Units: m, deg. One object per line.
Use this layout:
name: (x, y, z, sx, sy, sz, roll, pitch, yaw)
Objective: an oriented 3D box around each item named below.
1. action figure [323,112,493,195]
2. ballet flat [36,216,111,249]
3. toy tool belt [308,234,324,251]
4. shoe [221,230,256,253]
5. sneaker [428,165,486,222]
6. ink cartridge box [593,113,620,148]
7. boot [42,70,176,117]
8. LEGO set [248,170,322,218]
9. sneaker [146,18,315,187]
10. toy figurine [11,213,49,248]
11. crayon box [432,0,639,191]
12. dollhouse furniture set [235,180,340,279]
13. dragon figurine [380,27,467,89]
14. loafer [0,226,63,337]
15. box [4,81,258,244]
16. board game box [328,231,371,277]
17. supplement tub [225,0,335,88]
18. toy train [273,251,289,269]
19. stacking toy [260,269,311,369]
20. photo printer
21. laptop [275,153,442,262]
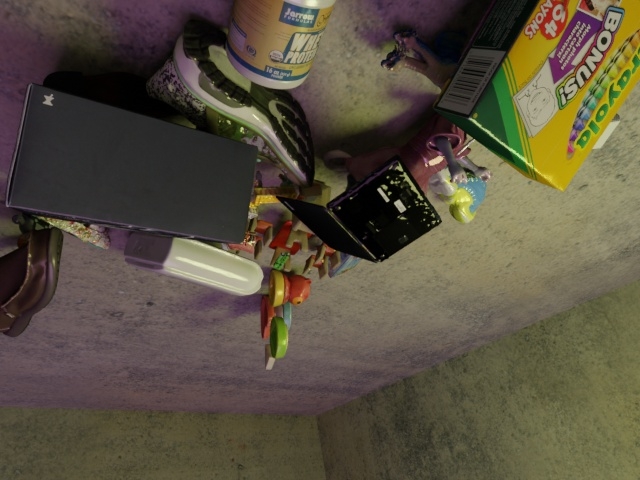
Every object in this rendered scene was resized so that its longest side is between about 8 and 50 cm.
action figure: (0.240, -0.200, 1.011, 0.370, 0.276, 0.248, -45, 161, 13)
ballet flat: (-0.570, -0.052, 1.018, 0.077, 0.091, 0.241, -43, 147, 1)
toy tool belt: (0.000, 0.000, 1.312, 0.083, 0.052, 0.051, -29, 171, 26)
shoe: (-0.193, -0.013, 1.018, 0.081, 0.063, 0.178, 7, 165, -4)
sneaker: (0.372, -0.159, 1.174, 0.126, 0.091, 0.240, -47, 130, -5)
ink cartridge box: (0.513, -0.271, 0.966, 0.208, 0.153, 0.087, -9, 147, -3)
boot: (-0.385, -0.254, 0.803, 0.219, 0.082, 0.106, -2, 174, -35)
LEGO set: (-0.147, -0.123, 1.016, 0.287, 0.107, 0.132, -17, 161, 15)
sneaker: (-0.158, -0.229, 0.857, 0.182, 0.158, 0.410, -14, 145, 30)
toy figurine: (-0.731, 0.008, 0.989, 0.213, 0.148, 0.209, 11, 141, -30)
crayon box: (0.414, -0.312, 0.752, 0.313, 0.106, 0.363, 21, 105, -32)
dollhouse furniture set: (-0.060, -0.030, 1.170, 0.262, 0.135, 0.259, 19, 143, -19)
dragon figurine: (0.253, -0.342, 0.836, 0.289, 0.144, 0.085, -16, 151, -31)
loafer: (-0.651, 0.097, 0.913, 0.130, 0.134, 0.366, 20, 129, -40)
box: (-0.337, -0.106, 0.790, 0.343, 0.179, 0.312, 10, 176, -29)
board game box: (0.121, 0.009, 1.279, 0.194, 0.060, 0.194, -21, 157, -35)
supplement tub: (-0.059, -0.354, 0.665, 0.144, 0.144, 0.199, 3, 144, -22)
toy train: (-0.105, 0.053, 1.161, 0.024, 0.017, 0.083, 25, 142, -10)
stacking toy: (-0.113, 0.274, 1.475, 0.130, 0.279, 0.309, 1, 149, -17)
photo printer: (-0.322, 0.064, 1.155, 0.256, 0.107, 0.307, 4, 165, 46)
laptop: (0.085, -0.067, 0.947, 0.264, 0.136, 0.234, -35, 134, 14)
